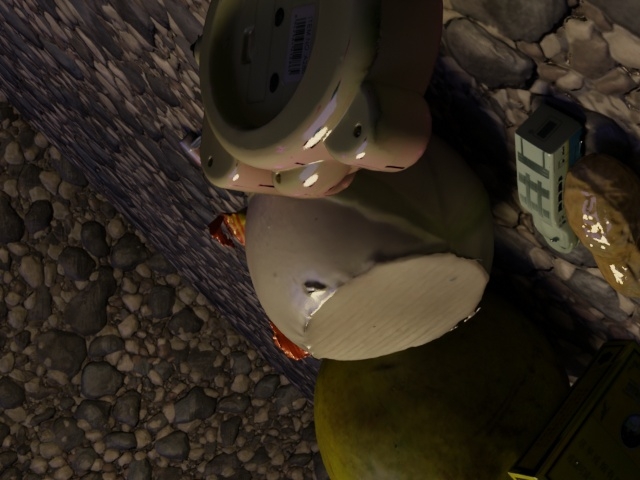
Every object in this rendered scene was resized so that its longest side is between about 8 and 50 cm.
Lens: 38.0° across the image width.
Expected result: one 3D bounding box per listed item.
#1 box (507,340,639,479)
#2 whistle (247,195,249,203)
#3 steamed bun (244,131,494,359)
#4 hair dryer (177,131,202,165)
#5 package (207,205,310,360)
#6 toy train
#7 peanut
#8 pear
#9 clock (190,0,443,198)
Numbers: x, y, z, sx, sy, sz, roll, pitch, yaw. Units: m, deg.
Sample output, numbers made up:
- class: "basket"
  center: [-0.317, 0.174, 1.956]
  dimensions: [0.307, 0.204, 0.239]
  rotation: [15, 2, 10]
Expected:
- class: "box"
  center: [0.344, 0.246, 1.120]
  dimensions: [0.141, 0.220, 0.064]
  rotation: [48, 157, -10]
- class: "whistle"
  center: [-0.030, 0.009, 1.676]
  dimensions: [0.274, 0.093, 0.186]
  rotation: [42, 164, 18]
- class: "steamed bun"
  center: [0.043, -0.031, 1.097]
  dimensions: [0.309, 0.309, 0.309]
  rotation: [40, 163, 14]
- class: "hair dryer"
  center: [-0.228, -0.184, 1.775]
  dimensions: [0.063, 0.037, 0.114]
  rotation: [45, 157, -11]
- class: "package"
  center: [-0.004, -0.005, 1.281]
  dimensions: [0.108, 0.288, 0.223]
  rotation: [-24, 106, 45]
- class: "toy train"
  center: [0.238, -0.044, 0.962]
  dimensions: [0.052, 0.051, 0.234]
  rotation: [39, 164, 31]
- class: "peanut"
  center: [0.284, -0.008, 0.885]
  dimensions: [0.080, 0.080, 0.174]
  rotation: [20, 153, 54]
- class: "pear"
  center: [0.154, 0.225, 1.259]
  dimensions: [0.352, 0.351, 0.414]
  rotation: [60, -164, -44]
- class: "clock"
  center: [-0.004, -0.180, 0.849]
  dimensions: [0.114, 0.284, 0.309]
  rotation: [8, 179, -33]
